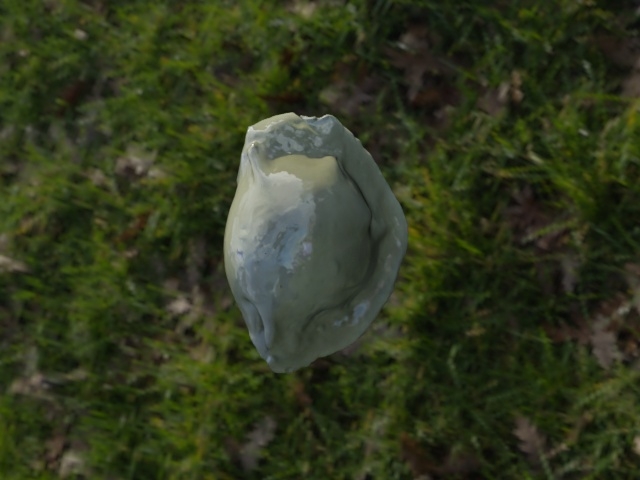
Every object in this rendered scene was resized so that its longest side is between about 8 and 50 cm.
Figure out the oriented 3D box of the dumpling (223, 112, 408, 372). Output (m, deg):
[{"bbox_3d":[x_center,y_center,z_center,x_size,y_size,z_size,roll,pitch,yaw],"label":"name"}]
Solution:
[{"bbox_3d":[-0.001,0.002,1.033,0.111,0.155,0.181,-128,34,-54],"label":"dumpling"}]
